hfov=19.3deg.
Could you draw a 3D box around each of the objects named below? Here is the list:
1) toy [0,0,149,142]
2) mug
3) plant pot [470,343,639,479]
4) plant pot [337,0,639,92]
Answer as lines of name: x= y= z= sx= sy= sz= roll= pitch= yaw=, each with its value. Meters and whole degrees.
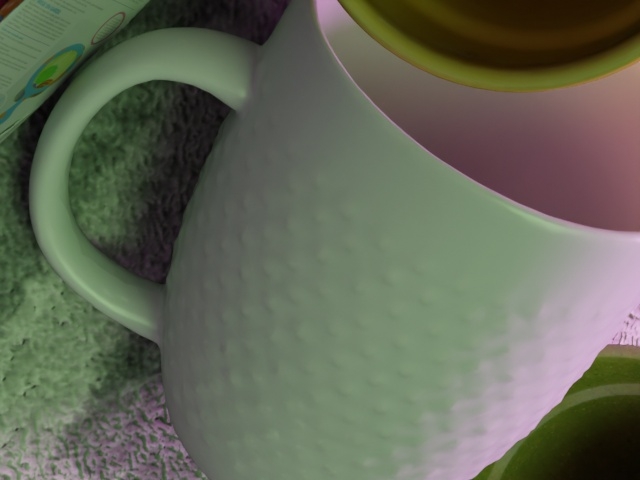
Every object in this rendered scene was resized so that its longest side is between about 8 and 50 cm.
toy: x=-0.188 y=-0.112 z=1.084 sx=0.237 sy=0.056 sz=0.137 roll=-47 pitch=170 yaw=6
mug: x=0.000 y=0.000 z=1.189 sx=0.374 sy=0.276 sz=0.328 roll=23 pitch=124 yaw=-13
plant pot: x=0.269 y=0.253 z=1.559 sx=0.276 sy=0.276 sz=0.254 roll=-49 pitch=146 yaw=2
plant pot: x=0.133 y=-0.224 z=1.087 sx=0.254 sy=0.254 sz=0.239 roll=-65 pitch=171 yaw=17
